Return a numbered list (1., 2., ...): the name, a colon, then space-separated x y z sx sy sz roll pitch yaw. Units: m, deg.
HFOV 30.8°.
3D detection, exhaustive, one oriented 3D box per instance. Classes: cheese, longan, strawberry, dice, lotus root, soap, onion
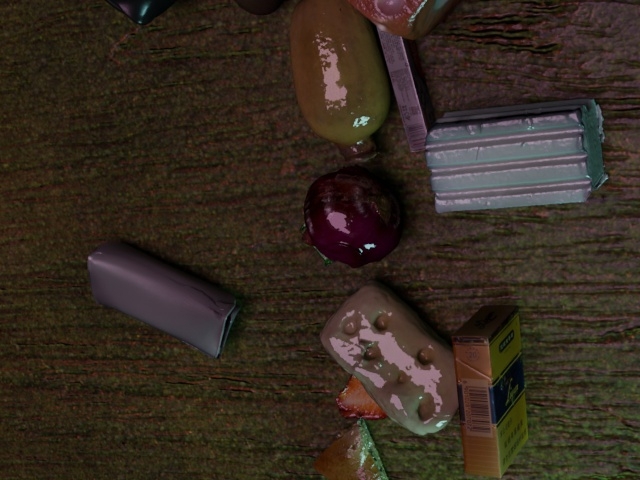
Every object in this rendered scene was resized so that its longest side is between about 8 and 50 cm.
1. cheese: 0.127 0.198 1.929 0.263 0.093 0.159 43 93 8
2. longan: -0.092 -0.417 1.877 0.119 0.106 0.106 4 114 -19
3. strawberry: 0.091 0.261 2.022 0.152 0.048 0.104 -23 100 34
4. dice: 0.124 -0.415 1.717 0.179 0.175 0.174 40 120 10
5. lotus root: 0.030 -0.266 1.836 0.146 0.131 0.303 -7 103 30
6. soap: 0.298 -0.131 1.772 0.261 0.094 0.150 -3 109 26
7. onion: 0.036 -0.015 1.896 0.173 0.135 0.198 28 137 -24

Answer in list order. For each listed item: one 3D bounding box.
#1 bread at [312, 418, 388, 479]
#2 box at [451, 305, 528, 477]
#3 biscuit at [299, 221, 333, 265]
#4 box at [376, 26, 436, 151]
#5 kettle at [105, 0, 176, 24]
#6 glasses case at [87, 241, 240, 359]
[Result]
1. bread: 0.042 0.397 2.087 0.136 0.054 0.154 -14 97 32
2. box: 0.273 0.238 1.860 0.070 0.152 0.237 3 107 27
3. biscuit: 0.000 0.000 2.002 0.046 0.016 0.089 -42 85 29
4. box: 0.139 -0.250 1.831 0.039 0.055 0.218 -11 100 28
5. kettle: -0.250 -0.537 1.858 0.308 0.203 0.262 -35 90 34
6. glasses case: -0.285 0.108 2.144 0.308 0.083 0.128 24 121 18
